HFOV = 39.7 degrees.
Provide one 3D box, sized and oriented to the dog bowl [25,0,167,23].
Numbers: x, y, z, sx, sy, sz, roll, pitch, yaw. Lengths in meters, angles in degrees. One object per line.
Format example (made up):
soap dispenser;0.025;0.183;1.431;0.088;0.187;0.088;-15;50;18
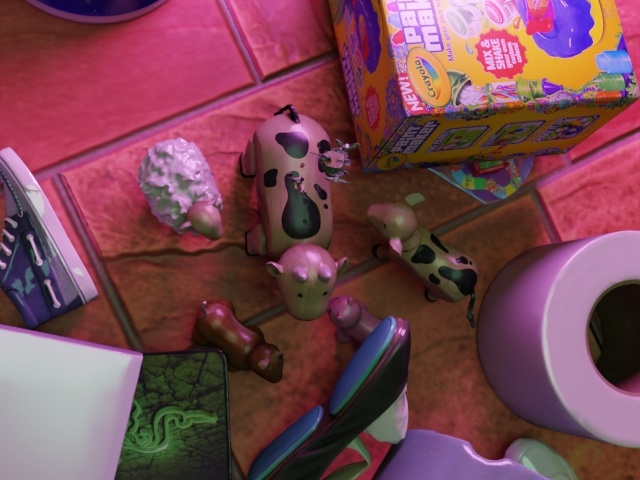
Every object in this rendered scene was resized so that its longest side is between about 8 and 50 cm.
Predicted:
dog bowl;-0.256;-0.386;0.990;0.265;0.104;0.265;2;84;-15

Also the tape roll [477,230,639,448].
tape roll;0.334;0.117;1.066;0.246;0.169;0.246;2;84;-15

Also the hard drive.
hard drive;-0.321;0.249;0.925;0.203;0.040;0.307;13;88;-13

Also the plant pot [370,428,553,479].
plant pot;0.126;0.402;0.917;0.341;0.341;0.334;33;70;-10

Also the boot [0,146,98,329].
boot;-0.322;-0.001;0.953;0.086;0.069;0.190;-30;94;-18

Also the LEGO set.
LEGO set;0.004;-0.076;0.926;0.083;0.023;0.054;-16;73;-9

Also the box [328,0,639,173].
box;0.172;-0.252;1.033;0.279;0.177;0.290;-8;76;-15

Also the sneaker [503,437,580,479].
sneaker;0.312;0.335;1.066;0.090;0.115;0.232;-38;95;-15

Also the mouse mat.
mouse mat;-0.191;0.198;0.965;0.190;0.007;0.152;-4;86;9

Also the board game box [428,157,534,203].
board game box;0.203;-0.129;1.125;0.169;0.033;0.133;30;78;-10

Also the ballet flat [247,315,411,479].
ballet flat;0.032;0.198;0.969;0.096;0.095;0.280;35;116;-10

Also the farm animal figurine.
farm animal figurine;0.000;0.000;0.986;0.330;0.172;0.326;-21;90;-16
